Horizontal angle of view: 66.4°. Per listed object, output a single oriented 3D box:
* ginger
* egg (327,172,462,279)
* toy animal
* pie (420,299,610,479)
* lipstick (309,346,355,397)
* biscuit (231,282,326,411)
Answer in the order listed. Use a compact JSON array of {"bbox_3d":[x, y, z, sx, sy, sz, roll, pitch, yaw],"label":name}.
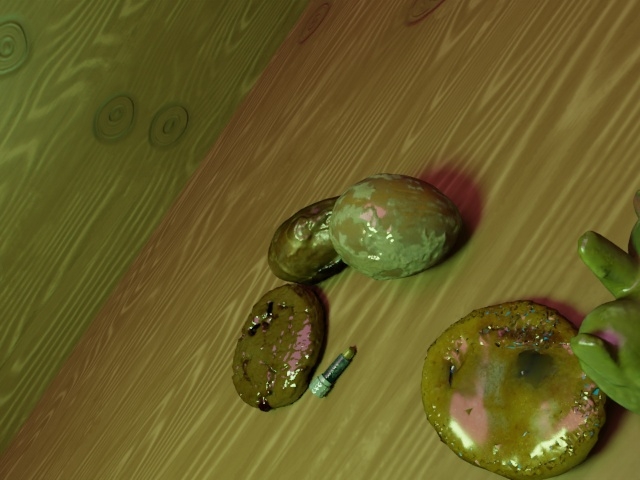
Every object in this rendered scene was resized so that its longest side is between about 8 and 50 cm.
[{"bbox_3d":[0.000,0.000,1.088,0.321,0.172,0.165,-29,82,30],"label":"ginger"},{"bbox_3d":[0.134,-0.027,0.905,0.246,0.203,0.203,-2,59,25],"label":"egg"},{"bbox_3d":[0.405,0.019,0.546,0.181,0.180,0.362,2,66,44],"label":"toy animal"},{"bbox_3d":[0.261,0.197,0.682,0.274,0.069,0.273,-29,44,33],"label":"pie"},{"bbox_3d":[0.027,0.255,0.959,0.116,0.037,0.037,-50,34,4],"label":"lipstick"},{"bbox_3d":[-0.104,0.231,1.104,0.296,0.075,0.295,-31,42,33],"label":"biscuit"}]
